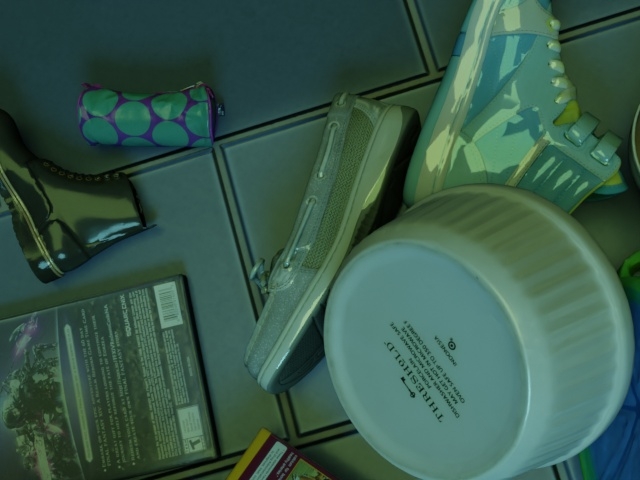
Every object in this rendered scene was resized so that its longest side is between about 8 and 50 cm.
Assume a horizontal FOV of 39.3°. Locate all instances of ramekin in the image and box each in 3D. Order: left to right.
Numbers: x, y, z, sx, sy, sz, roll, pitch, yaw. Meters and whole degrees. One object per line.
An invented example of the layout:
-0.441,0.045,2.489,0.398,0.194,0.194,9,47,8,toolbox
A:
0.122,0.089,0.787,0.272,0.127,0.273,12,109,40,ramekin

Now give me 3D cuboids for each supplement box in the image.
-0.009,0.280,0.852,0.188,0.081,0.104,32,64,11,supplement box

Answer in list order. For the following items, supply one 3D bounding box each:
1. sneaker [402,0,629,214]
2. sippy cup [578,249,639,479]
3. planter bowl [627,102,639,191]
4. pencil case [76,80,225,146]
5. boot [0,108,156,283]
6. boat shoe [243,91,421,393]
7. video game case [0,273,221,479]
0.230,-0.148,0.892,0.208,0.127,0.319,22,93,12,sneaker
0.368,0.151,0.781,0.223,0.240,0.306,3,90,-4,sippy cup
0.373,-0.082,0.867,0.162,0.109,0.162,-1,79,6,planter bowl
-0.184,-0.136,0.968,0.151,0.064,0.070,1,96,7,pencil case
-0.275,-0.070,0.971,0.137,0.077,0.198,-24,91,-2,boot
0.000,-0.002,0.902,0.103,0.118,0.321,21,79,20,boat shoe
-0.256,0.161,0.946,0.274,0.026,0.196,-14,79,5,video game case
